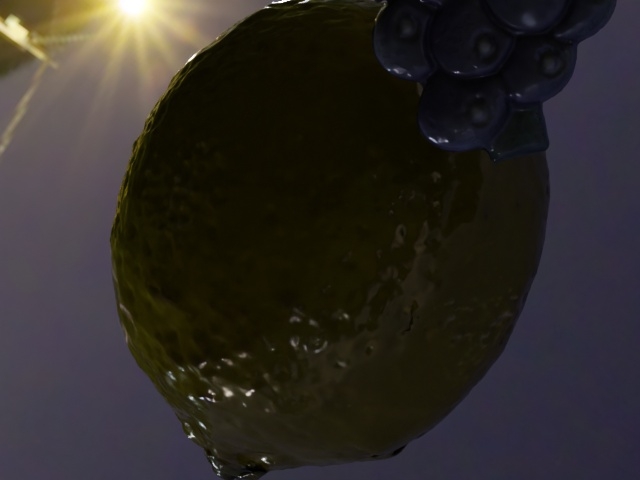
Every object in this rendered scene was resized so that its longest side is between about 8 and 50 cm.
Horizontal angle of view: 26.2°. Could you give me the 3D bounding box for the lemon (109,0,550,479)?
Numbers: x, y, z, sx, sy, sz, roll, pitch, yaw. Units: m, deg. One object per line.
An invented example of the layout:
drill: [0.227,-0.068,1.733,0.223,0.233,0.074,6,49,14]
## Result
lemon: [0.000,0.000,0.809,0.310,0.253,0.253,-64,-158,3]

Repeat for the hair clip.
hair clip: [0.076,-0.134,0.638,0.124,0.195,0.052,-15,-166,10]
